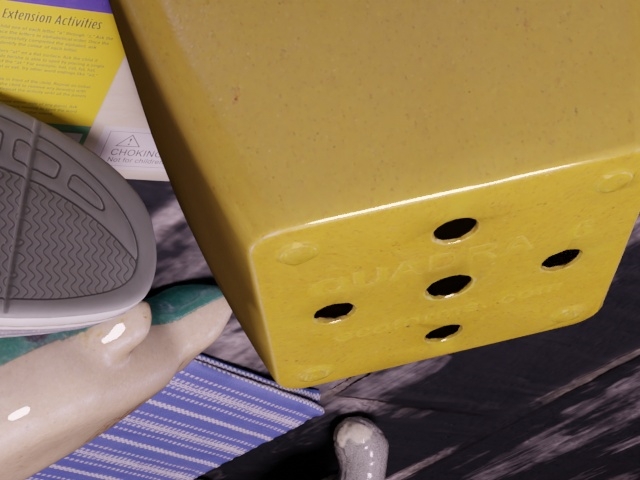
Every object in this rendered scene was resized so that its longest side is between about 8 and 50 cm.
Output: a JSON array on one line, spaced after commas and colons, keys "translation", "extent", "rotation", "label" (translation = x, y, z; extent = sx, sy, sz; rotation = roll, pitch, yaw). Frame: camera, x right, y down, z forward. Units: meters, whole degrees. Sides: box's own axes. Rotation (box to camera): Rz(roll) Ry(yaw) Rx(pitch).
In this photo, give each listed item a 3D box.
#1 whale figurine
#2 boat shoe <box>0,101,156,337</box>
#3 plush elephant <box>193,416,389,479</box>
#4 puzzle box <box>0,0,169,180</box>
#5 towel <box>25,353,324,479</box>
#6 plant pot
[{"translation": [-0.193, 0.077, 0.830], "extent": [0.272, 0.141, 0.216], "rotation": [-23, 165, -45], "label": "whale figurine"}, {"translation": [-0.238, -0.006, 0.531], "extent": [0.320, 0.118, 0.103], "rotation": [4, 153, -24], "label": "boat shoe"}, {"translation": [-0.071, 0.374, 1.293], "extent": [0.255, 0.330, 0.272], "rotation": [6, 158, -1], "label": "plush elephant"}, {"translation": [-0.057, -0.125, 0.567], "extent": [0.409, 0.052, 0.272], "rotation": [2, 149, -29], "label": "puzzle box"}, {"translation": [-0.192, 0.201, 1.139], "extent": [0.336, 0.040, 0.243], "rotation": [-30, 147, 23], "label": "towel"}, {"translation": [0.027, -0.060, 0.472], "extent": [0.212, 0.187, 0.212], "rotation": [-13, 153, -4], "label": "plant pot"}]
